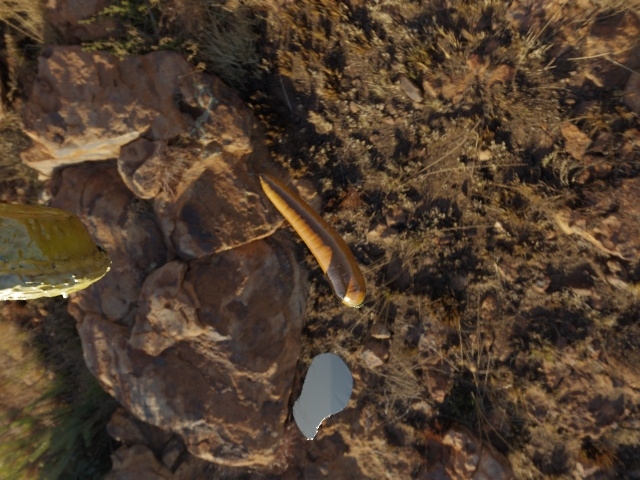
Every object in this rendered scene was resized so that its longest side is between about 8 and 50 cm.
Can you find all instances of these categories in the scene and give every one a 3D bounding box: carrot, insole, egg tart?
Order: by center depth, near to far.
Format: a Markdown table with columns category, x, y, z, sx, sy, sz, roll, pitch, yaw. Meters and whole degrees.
| category | x | y | z | sx | sy | sz | roll | pitch | yaw |
| --- | --- | --- | --- | --- | --- | --- | --- | --- | --- |
| carrot | 0.000 | -0.001 | 0.645 | 0.062 | 0.066 | 0.271 | -35 | 107 | -5 |
| insole | -0.003 | 0.252 | 0.653 | 0.086 | 0.005 | 0.253 | 51 | 139 | 26 |
| egg tart | -0.665 | 0.007 | 0.890 | 0.387 | 0.388 | 0.169 | 12 | 100 | 15 |
